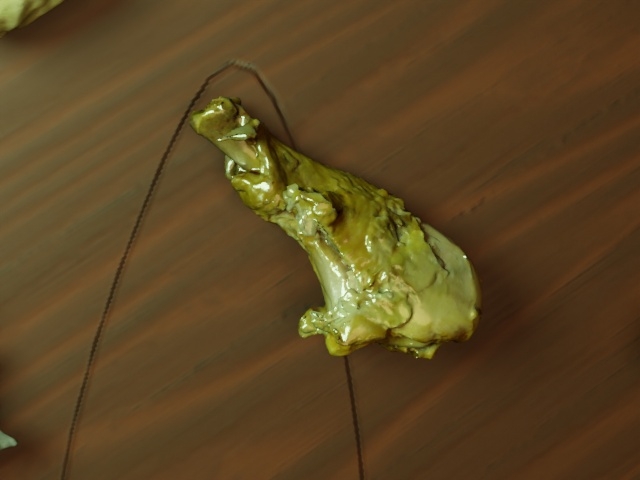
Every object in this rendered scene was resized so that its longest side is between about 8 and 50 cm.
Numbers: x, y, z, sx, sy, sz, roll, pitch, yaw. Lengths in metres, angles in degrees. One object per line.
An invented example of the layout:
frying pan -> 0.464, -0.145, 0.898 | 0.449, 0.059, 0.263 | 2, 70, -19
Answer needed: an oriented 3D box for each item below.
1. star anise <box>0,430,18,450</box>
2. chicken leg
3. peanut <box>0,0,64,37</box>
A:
star anise -> -0.266, 0.119, 0.694 | 0.229, 0.093, 0.236 | -48, 112, -9
chicken leg -> 0.001, -0.002, 0.746 | 0.207, 0.085, 0.101 | 41, 75, -10
peanut -> -0.144, -0.190, 0.674 | 0.082, 0.082, 0.187 | 23, 92, -18
